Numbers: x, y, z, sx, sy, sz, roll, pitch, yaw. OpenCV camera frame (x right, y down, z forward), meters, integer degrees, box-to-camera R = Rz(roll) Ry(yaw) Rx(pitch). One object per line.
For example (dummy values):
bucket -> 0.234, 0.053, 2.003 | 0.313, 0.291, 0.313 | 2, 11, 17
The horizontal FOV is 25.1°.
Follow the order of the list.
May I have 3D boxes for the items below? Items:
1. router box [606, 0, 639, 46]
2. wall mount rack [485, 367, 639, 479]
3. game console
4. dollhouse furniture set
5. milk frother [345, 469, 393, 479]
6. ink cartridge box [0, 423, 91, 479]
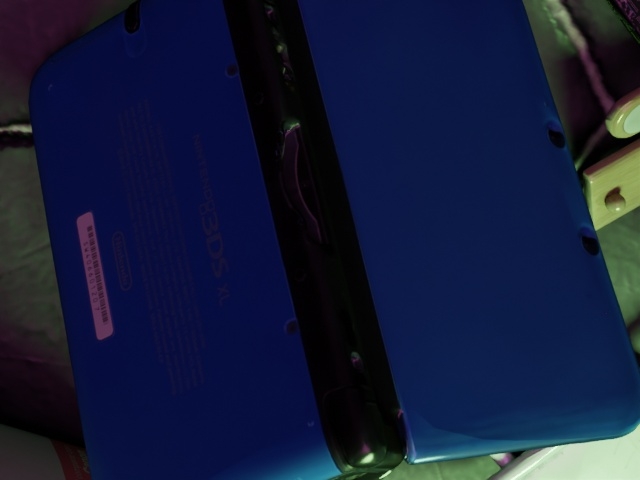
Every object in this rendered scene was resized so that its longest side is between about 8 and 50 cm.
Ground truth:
router box -> 0.217, -0.154, 0.842 | 0.092, 0.038, 0.122 | -38, 108, 9
wall mount rack -> 0.189, 0.234, 0.924 | 0.304, 0.130, 0.350 | -39, 107, 8
game console -> 0.000, 0.000, 0.792 | 0.250, 0.293, 0.173 | -25, 156, 28
dollhouse furniture set -> 0.236, -0.028, 0.789 | 0.123, 0.151, 0.144 | -29, 145, -6
milk frother -> -0.031, 0.106, 0.854 | 0.143, 0.135, 0.129 | -39, 75, 3
ink cartridge box -> -0.264, 0.202, 0.842 | 0.283, 0.117, 0.207 | 22, 106, -27
